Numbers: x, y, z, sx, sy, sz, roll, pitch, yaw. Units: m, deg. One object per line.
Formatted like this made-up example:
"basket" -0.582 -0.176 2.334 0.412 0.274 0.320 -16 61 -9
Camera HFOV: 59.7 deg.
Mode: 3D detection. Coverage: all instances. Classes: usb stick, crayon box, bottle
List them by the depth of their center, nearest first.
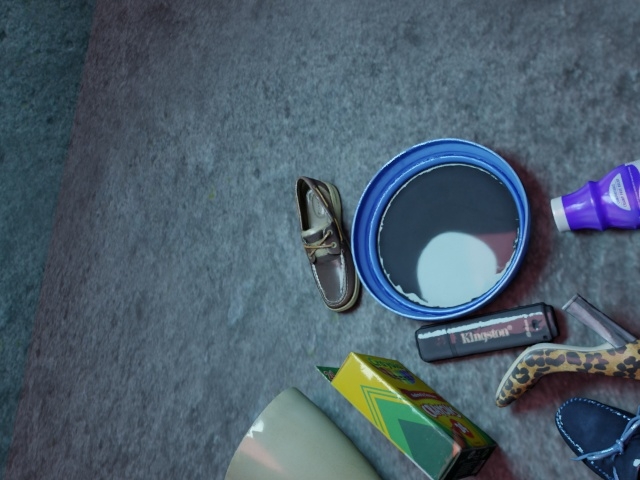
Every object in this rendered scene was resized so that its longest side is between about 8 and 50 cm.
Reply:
"bottle" 0.558 -0.081 0.976 0.282 0.092 0.118 -16 69 30
"crayon box" 0.159 0.315 1.068 0.318 0.202 0.081 36 97 36
"usb stick" 0.318 0.183 1.094 0.278 0.045 0.077 -17 71 29

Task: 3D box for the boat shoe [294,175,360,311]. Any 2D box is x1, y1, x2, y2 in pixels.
"boat shoe" 0.000 0.000 1.321 0.123 0.123 0.342 -21 65 28

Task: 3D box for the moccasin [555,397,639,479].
"moccasin" 0.503 0.334 0.835 0.138 0.117 0.342 -56 36 -5

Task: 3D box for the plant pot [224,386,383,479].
"plant pot" -0.010 0.484 1.134 0.274 0.256 0.256 28 93 21

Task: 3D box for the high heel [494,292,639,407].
"high heel" 0.435 0.245 0.959 0.186 0.093 0.261 42 113 23

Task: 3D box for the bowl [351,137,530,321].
"bowl" 0.250 -0.021 1.184 0.391 0.077 0.391 -10 71 32
